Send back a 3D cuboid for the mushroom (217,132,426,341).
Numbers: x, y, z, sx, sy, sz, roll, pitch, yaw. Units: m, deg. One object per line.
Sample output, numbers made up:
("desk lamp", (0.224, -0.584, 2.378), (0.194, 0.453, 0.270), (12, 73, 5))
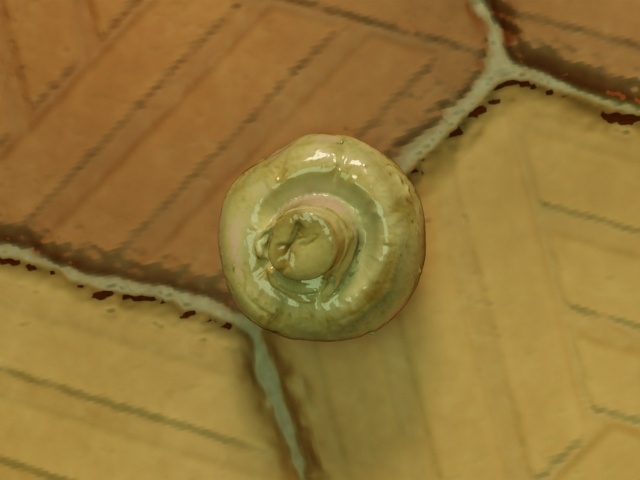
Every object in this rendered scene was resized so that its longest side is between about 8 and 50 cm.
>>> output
("mushroom", (0.000, 0.000, 0.691), (0.084, 0.067, 0.083), (1, 98, 9))
